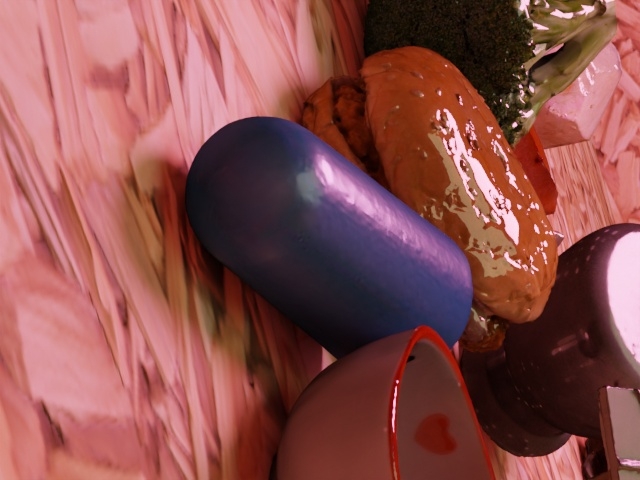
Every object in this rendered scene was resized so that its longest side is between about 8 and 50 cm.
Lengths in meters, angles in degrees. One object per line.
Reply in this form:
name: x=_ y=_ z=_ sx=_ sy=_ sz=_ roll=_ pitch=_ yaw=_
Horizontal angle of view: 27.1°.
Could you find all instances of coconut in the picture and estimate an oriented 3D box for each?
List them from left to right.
coconut: x=0.309 y=-0.234 z=1.863 sx=0.241 sy=0.241 sz=0.241 roll=-15 pitch=90 yaw=-72

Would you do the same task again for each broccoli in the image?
broccoli: x=0.170 y=-0.234 z=1.410 sx=0.308 sy=0.275 sz=0.307 roll=161 pitch=-90 yaw=-77

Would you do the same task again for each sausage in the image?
sausage: x=0.228 y=-0.150 z=1.728 sx=0.102 sy=0.102 sz=0.330 roll=-86 pitch=152 yaw=-45

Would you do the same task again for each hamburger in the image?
hamburger: x=0.109 y=-0.040 z=1.203 sx=0.283 sy=0.145 sz=0.259 roll=65 pitch=18 yaw=-6

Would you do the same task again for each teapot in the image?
teapot: x=0.302 y=0.113 z=1.479 sx=0.305 sy=0.285 sz=0.223 roll=-32 pitch=89 yaw=-43

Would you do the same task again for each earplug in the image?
earplug: x=0.000 y=0.000 z=0.947 sx=0.273 sy=0.132 sz=0.132 roll=39 pitch=40 yaw=-55

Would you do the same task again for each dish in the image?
dish: x=0.042 y=0.192 z=0.919 sx=0.256 sy=0.117 sz=0.256 roll=-14 pitch=90 yaw=-71

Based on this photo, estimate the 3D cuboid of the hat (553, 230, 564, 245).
hat: x=0.181 y=-0.036 z=1.587 sx=0.166 sy=0.144 sz=0.173 roll=15 pitch=25 yaw=-42

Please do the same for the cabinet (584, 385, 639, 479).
cabinet: x=0.244 y=0.312 z=1.028 sx=0.228 sy=0.290 sz=0.318 roll=11 pitch=59 yaw=-26

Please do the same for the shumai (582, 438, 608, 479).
shumai: x=0.484 y=0.354 z=2.111 sx=0.272 sy=0.204 sz=0.222 roll=113 pitch=-21 yaw=-58
